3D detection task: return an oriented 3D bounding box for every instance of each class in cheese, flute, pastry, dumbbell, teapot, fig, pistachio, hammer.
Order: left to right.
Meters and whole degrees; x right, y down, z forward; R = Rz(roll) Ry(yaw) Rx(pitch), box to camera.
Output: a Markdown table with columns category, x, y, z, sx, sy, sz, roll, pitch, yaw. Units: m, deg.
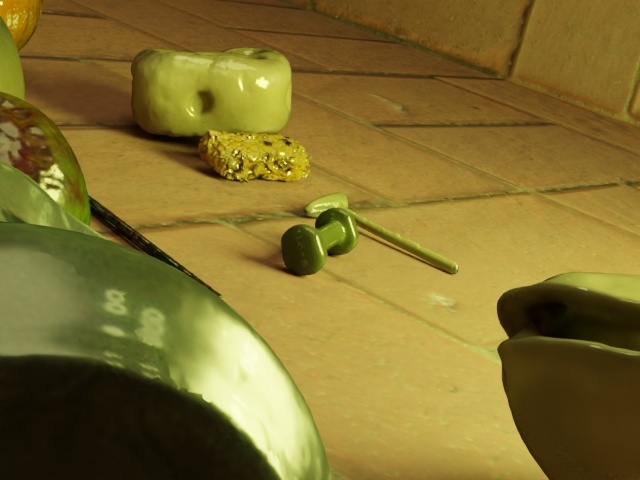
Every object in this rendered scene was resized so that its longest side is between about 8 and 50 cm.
| category | x | y | z | sx | sy | sz | roll | pitch | yaw |
| --- | --- | --- | --- | --- | --- | --- | --- | --- | --- |
| teapot | -0.178 | 0.097 | 0.508 | 0.300 | 0.253 | 0.344 | -25 | 22 | -14 |
| fig | -0.258 | -0.021 | 0.892 | 0.181 | 0.181 | 0.191 | 27 | -6 | 34 |
| flute | -0.168 | 0.003 | 1.143 | 0.014 | 0.014 | 0.269 | 0 | 22 | -40 |
| cheese | -0.150 | -0.193 | 1.574 | 0.218 | 0.117 | 0.235 | -6 | 11 | -38 |
| pastry | -0.080 | -0.105 | 1.492 | 0.140 | 0.056 | 0.080 | -2 | 35 | -50 |
| dumbbell | 0.000 | 0.000 | 1.230 | 0.046 | 0.052 | 0.118 | -9 | 7 | 23 |
| hammer | 0.069 | -0.006 | 1.359 | 0.195 | 0.028 | 0.060 | 27 | 26 | 31 |
| pistachio | 0.262 | 0.123 | 0.797 | 0.331 | 0.208 | 0.226 | 24 | -26 | 5 |

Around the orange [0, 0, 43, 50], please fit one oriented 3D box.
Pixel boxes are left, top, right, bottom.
| category | x | y | z | sx | sy | sz | roll | pitch | yaw |
| --- | --- | --- | --- | --- | --- | --- | --- | --- | --- |
| orange | -0.488 | -0.320 | 1.634 | 0.240 | 0.171 | 0.240 | 0 | 16 | 0 |

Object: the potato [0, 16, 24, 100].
| category | x | y | z | sx | sy | sz | roll | pitch | yaw |
| --- | --- | --- | --- | --- | --- | --- | --- | --- | --- |
| potato | -0.386 | -0.142 | 1.066 | 0.243 | 0.221 | 0.326 | 7 | 14 | -18 |
